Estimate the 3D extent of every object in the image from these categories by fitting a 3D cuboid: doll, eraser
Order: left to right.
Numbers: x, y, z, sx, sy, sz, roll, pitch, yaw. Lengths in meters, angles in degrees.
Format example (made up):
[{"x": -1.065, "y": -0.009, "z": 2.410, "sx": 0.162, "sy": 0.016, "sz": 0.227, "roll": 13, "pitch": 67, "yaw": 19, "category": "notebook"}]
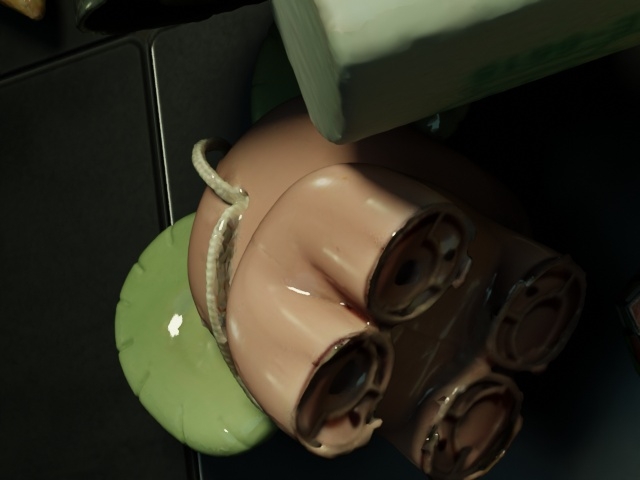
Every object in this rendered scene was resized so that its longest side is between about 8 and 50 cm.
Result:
[{"x": 0.000, "y": 0.000, "z": 0.805, "sx": 0.268, "sy": 0.216, "sz": 0.284, "roll": 35, "pitch": 97, "yaw": 42, "category": "doll"}, {"x": 0.126, "y": -0.133, "z": 0.640, "sx": 0.290, "sy": 0.189, "sz": 0.104, "roll": -19, "pitch": 94, "yaw": -4, "category": "eraser"}]

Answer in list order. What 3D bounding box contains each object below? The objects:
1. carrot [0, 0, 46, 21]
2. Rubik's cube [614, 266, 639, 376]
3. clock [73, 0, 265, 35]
[{"x": -0.262, "y": -0.247, "z": 1.063, "sx": 0.102, "sy": 0.102, "sz": 0.263, "roll": -46, "pitch": 67, "yaw": 17, "category": "carrot"}, {"x": 0.201, "y": 0.039, "z": 0.751, "sx": 0.093, "sy": 0.111, "sz": 0.111, "roll": 39, "pitch": 104, "yaw": 2, "category": "Rubik's cube"}, {"x": 0.001, "y": -0.175, "z": 0.779, "sx": 0.280, "sy": 0.280, "sz": 0.055, "roll": -17, "pitch": 93, "yaw": 27, "category": "clock"}]
